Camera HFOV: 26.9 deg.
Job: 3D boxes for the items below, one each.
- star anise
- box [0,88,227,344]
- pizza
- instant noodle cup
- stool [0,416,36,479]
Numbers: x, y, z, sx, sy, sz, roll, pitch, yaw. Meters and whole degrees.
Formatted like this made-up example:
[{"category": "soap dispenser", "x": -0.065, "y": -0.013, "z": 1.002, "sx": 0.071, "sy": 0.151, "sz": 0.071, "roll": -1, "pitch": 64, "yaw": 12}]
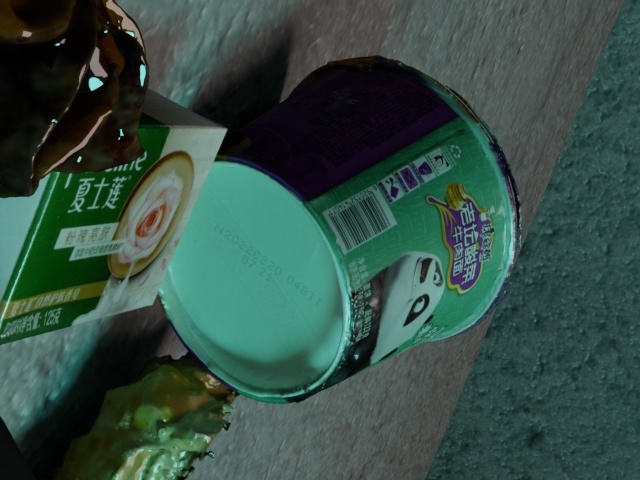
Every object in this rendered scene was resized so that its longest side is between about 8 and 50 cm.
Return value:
[{"category": "star anise", "x": -0.141, "y": -0.128, "z": 0.591, "sx": 0.190, "sy": 0.126, "sz": 0.220, "roll": -2, "pitch": 91, "yaw": -71}, {"category": "box", "x": -0.150, "y": -0.023, "z": 0.799, "sx": 0.135, "sy": 0.081, "sz": 0.199, "roll": -66, "pitch": 165, "yaw": 14}, {"category": "pizza", "x": -0.165, "y": 0.187, "z": 1.034, "sx": 0.323, "sy": 0.089, "sz": 0.223, "roll": -50, "pitch": -178, "yaw": -15}, {"category": "instant noodle cup", "x": 0.000, "y": 0.000, "z": 1.030, "sx": 0.190, "sy": 0.251, "sz": 0.251, "roll": -29, "pitch": 145, "yaw": -47}, {"category": "stool", "x": -0.236, "y": 0.180, "z": 0.633, "sx": 0.232, "sy": 0.232, "sz": 0.141, "roll": -63, "pitch": 162, "yaw": 6}]
